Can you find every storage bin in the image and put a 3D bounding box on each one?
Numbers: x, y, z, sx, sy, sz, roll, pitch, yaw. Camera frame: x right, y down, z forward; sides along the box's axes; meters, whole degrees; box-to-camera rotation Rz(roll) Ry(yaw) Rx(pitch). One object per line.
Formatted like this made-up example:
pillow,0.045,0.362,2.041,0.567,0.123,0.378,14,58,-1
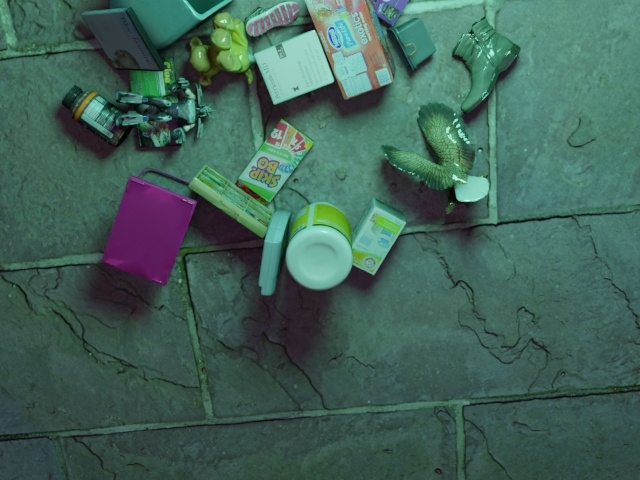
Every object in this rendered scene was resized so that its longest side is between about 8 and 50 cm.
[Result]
storage bin,0.262,-0.559,1.838,0.091,0.098,0.135,-33,112,2

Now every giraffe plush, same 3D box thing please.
giraffe plush,-0.295,-0.524,1.836,0.170,0.210,0.181,-6,75,19

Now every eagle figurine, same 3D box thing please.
eagle figurine,0.347,-0.226,1.913,0.225,0.226,0.298,-25,114,31

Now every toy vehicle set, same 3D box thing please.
toy vehicle set,-0.264,-0.121,1.971,0.267,0.166,0.035,35,107,-11

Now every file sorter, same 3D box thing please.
file sorter,-0.506,-0.054,1.994,0.202,0.182,0.291,22,110,-8

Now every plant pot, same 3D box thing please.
plant pot,-0.419,-0.654,1.740,0.252,0.248,0.247,-28,110,37

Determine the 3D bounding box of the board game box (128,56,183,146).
board game box,-0.491,-0.410,1.943,0.136,0.030,0.260,0,110,4

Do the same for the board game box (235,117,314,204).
board game box,-0.145,-0.236,1.999,0.124,0.039,0.259,35,110,-10

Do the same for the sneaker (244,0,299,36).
sneaker,-0.143,-0.634,1.835,0.170,0.075,0.063,-29,135,-10

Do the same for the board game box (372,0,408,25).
board game box,0.206,-0.796,1.777,0.208,0.056,0.347,28,108,-13

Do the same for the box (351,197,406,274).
box,0.166,-0.012,2.036,0.114,0.103,0.203,28,109,-8

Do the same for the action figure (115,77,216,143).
action figure,-0.445,-0.375,1.887,0.285,0.099,0.185,-2,98,-13

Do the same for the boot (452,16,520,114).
boot,0.440,-0.502,1.872,0.161,0.083,0.246,34,102,-4

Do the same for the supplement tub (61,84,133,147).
supplement tub,-0.657,-0.370,1.921,0.198,0.106,0.106,36,107,-10

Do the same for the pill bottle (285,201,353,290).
pill bottle,0.000,0.000,1.922,0.188,0.334,0.188,1,110,2

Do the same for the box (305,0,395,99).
box,0.086,-0.563,1.784,0.154,0.142,0.300,-17,117,18

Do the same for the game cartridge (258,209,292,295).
game cartridge,-0.133,0.019,1.953,0.060,0.294,0.196,6,111,2

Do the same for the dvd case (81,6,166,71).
dvd case,-0.540,-0.546,1.781,0.022,0.253,0.180,-48,131,-26

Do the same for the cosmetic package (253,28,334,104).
cosmetic package,-0.070,-0.492,1.837,0.183,0.151,0.151,-20,108,8
